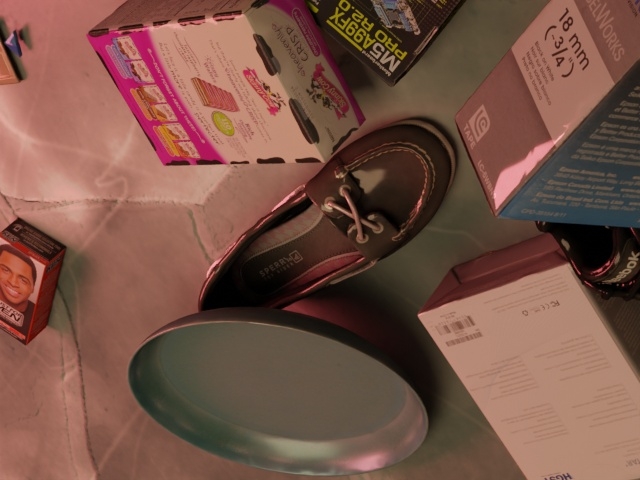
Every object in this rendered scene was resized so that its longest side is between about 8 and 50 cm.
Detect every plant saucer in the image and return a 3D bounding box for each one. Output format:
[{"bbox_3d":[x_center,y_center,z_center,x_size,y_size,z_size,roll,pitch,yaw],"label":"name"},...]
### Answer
[{"bbox_3d":[-0.043,0.155,1.559,0.317,0.044,0.317,8,146,5],"label":"plant saucer"}]

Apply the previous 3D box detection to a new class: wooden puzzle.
[{"bbox_3d":[-0.357,-0.197,1.593,0.116,0.014,0.078,5,128,29],"label":"wooden puzzle"}]

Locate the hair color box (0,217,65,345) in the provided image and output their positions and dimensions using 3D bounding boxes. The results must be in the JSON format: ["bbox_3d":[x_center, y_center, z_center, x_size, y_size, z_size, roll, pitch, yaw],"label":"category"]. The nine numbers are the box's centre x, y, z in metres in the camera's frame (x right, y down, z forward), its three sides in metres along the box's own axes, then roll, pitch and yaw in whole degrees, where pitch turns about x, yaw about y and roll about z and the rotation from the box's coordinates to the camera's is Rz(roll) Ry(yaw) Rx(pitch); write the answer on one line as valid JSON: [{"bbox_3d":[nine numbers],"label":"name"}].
[{"bbox_3d":[-0.347,0.049,1.741,0.072,0.043,0.141,31,132,11],"label":"hair color box"}]

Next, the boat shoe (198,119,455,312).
[{"bbox_3d":[0.000,0.000,1.454,0.112,0.095,0.335,49,133,-8],"label":"boat shoe"}]

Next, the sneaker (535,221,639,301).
[{"bbox_3d":[0.291,0.016,1.260,0.276,0.135,0.097,36,131,3],"label":"sneaker"}]

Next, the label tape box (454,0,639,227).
[{"bbox_3d":[0.290,-0.143,1.076,0.334,0.240,0.106,-51,46,44],"label":"label tape box"}]

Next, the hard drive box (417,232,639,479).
[{"bbox_3d":[0.232,0.115,1.398,0.181,0.089,0.232,-21,108,40],"label":"hard drive box"}]

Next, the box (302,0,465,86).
[{"bbox_3d":[0.022,-0.290,1.253,0.270,0.060,0.216,40,136,1],"label":"box"}]

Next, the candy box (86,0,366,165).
[{"bbox_3d":[-0.090,-0.151,1.377,0.233,0.071,0.159,3,131,46],"label":"candy box"}]
